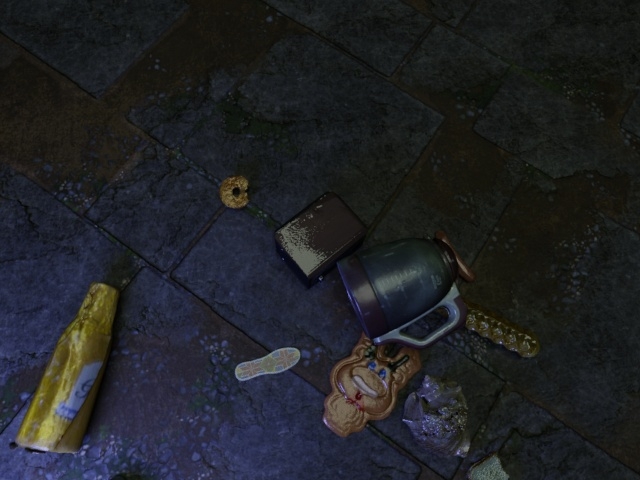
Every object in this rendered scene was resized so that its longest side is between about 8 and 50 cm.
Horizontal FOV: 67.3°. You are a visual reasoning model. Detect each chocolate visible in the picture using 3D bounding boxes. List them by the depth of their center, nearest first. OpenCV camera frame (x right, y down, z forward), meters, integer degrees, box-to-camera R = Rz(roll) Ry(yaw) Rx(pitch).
[{"bbox_3d":[-0.649,0.324,1.269,0.162,0.162,0.446,11,70,0],"label":"chocolate"}]

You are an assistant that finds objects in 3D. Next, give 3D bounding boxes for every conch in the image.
[{"bbox_3d":[0.324,0.487,1.307,0.178,0.163,0.245,-24,92,22],"label":"conch"}]

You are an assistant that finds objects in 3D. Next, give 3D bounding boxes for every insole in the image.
[{"bbox_3d":[-0.149,0.352,1.371,0.193,0.006,0.065,-14,73,-9],"label":"insole"}]

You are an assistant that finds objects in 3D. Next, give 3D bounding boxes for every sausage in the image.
[{"bbox_3d":[0.413,0.049,1.488,0.043,0.043,0.186,-30,76,-12],"label":"sausage"}]

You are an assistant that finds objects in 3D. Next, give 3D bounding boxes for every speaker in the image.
[{"bbox_3d":[0.000,0.000,1.418,0.230,0.153,0.192,-39,78,-14],"label":"speaker"}]

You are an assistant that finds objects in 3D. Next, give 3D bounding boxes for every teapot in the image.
[{"bbox_3d":[0.243,0.145,1.321,0.312,0.233,0.315,-23,90,0],"label":"teapot"}]

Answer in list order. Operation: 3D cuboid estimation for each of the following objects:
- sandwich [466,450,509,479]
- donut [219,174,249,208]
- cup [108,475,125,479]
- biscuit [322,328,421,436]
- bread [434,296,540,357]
[{"bbox_3d":[0.452,0.636,1.298,0.104,0.036,0.093,-24,76,-10],"label":"sandwich"},{"bbox_3d":[-0.268,-0.148,1.509,0.097,0.043,0.108,5,73,-2],"label":"donut"},{"bbox_3d":[-0.518,0.668,1.182,0.095,0.129,0.128,-40,82,-8],"label":"cup"},{"bbox_3d":[0.135,0.396,1.353,0.202,0.047,0.334,39,74,9],"label":"biscuit"},{"bbox_3d":[0.468,0.234,1.411,0.367,0.077,0.084,26,73,6],"label":"bread"}]
